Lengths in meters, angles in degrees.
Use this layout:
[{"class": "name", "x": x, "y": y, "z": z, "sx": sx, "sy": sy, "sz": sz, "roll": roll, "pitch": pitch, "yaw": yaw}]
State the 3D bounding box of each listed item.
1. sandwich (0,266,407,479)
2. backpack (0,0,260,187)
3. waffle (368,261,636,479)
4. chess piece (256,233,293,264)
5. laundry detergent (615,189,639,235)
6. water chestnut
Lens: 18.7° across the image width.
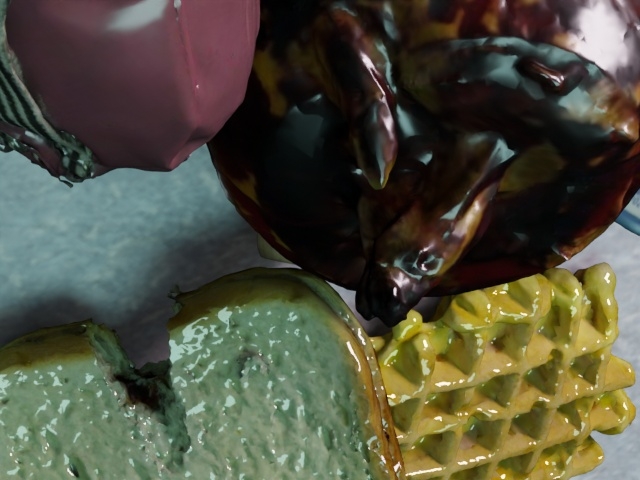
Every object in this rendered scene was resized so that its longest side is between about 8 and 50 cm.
[{"class": "sandwich", "x": -0.082, "y": 0.154, "z": 1.265, "sx": 0.273, "sy": 0.095, "sz": 0.249, "roll": -16, "pitch": 94, "yaw": 5}, {"class": "backpack", "x": -0.156, "y": -0.158, "z": 0.953, "sx": 0.283, "sy": 0.197, "sz": 0.317, "roll": 13, "pitch": 138, "yaw": 16}, {"class": "waffle", "x": 0.100, "y": 0.149, "z": 1.440, "sx": 0.329, "sy": 0.062, "sz": 0.329, "roll": -22, "pitch": 136, "yaw": -23}, {"class": "chess piece", "x": 0.000, "y": 0.000, "z": 1.271, "sx": 0.084, "sy": 0.084, "sz": 0.038, "roll": 11, "pitch": 93, "yaw": -33}, {"class": "laundry detergent", "x": 0.272, "y": -0.138, "z": 1.282, "sx": 0.143, "sy": 0.094, "sz": 0.290, "roll": 33, "pitch": 107, "yaw": -35}, {"class": "water chestnut", "x": 0.064, "y": -0.074, "z": 1.104, "sx": 0.300, "sy": 0.300, "sz": 0.300, "roll": -14, "pitch": 134, "yaw": -15}]
